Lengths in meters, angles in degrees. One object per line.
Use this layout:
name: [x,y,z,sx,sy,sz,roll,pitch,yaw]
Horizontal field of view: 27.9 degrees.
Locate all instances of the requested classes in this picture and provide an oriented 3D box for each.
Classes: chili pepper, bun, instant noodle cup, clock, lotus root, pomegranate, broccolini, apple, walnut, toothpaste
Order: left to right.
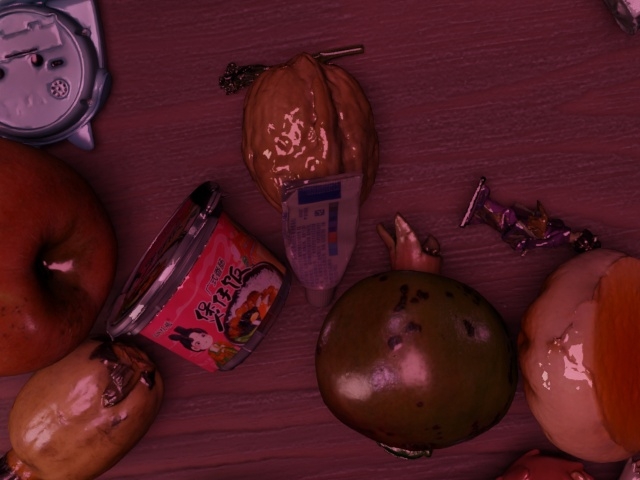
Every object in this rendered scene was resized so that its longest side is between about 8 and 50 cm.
apple: [-0.468,0.022,1.788,0.305,0.338,0.338,3,96,28]
clock: [-0.418,-0.251,1.877,0.224,0.094,0.274,-15,93,6]
lotus root: [-0.366,0.269,1.886,0.183,0.183,0.310,45,99,-1]
instant noodle cup: [-0.158,0.069,1.830,0.182,0.302,0.258,34,54,-14]
broccolini: [-0.042,-0.252,1.887,0.218,0.044,0.042,-10,79,-1]
walnut: [-0.016,-0.142,1.815,0.198,0.198,0.244,-4,97,4]
toothpaste: [-0.001,0.001,1.804,0.099,0.282,0.068,-35,60,-24]
chili pepper: [0.113,0.292,1.925,0.118,0.035,0.055,38,84,9]
pomegranate: [0.151,0.137,1.796,0.291,0.291,0.323,26,72,1]
bun: [0.365,0.159,1.793,0.165,0.299,0.298,-5,96,39]

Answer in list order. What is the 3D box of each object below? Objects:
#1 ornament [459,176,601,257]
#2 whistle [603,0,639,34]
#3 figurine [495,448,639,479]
ornament: [0.304,-0.020,1.860,0.203,0.081,0.088,20,97,0]
whistle: [0.352,-0.480,1.768,0.188,0.168,0.404,-5,95,4]
figurine: [0.361,0.395,1.848,0.387,0.166,0.207,14,117,0]
